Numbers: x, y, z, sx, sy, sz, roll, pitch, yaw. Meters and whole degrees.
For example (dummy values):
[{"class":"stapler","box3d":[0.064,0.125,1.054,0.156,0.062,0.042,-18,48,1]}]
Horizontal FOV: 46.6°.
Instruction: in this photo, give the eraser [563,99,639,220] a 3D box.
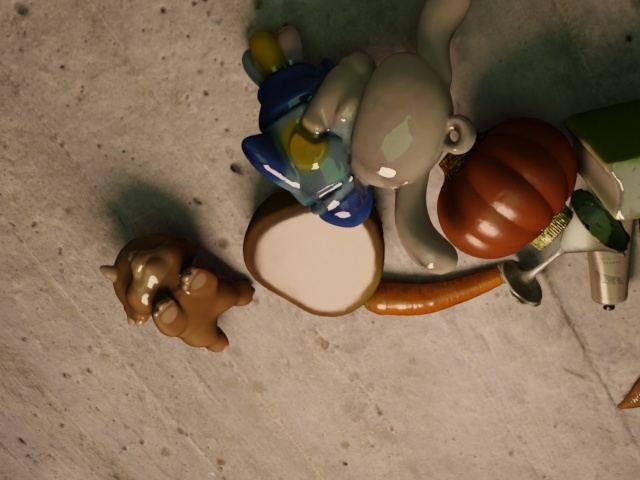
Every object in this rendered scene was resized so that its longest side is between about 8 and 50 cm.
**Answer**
[{"class":"eraser","box3d":[0.458,-0.125,0.994,0.209,0.274,0.092,-13,107,13]}]

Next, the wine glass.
[{"class":"wine glass","box3d":[0.371,0.018,1.162,0.122,0.122,0.183,36,128,-11]}]

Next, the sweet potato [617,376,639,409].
[{"class":"sweet potato","box3d":[0.606,0.234,1.287,0.065,0.051,0.218,31,119,-12]}]

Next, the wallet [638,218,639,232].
[{"class":"wallet","box3d":[0.597,-0.062,1.092,0.250,0.044,0.149,-4,109,27]}]

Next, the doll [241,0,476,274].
[{"class":"doll","box3d":[0.045,-0.159,1.057,0.365,0.376,0.187,5,164,26]}]

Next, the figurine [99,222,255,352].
[{"class":"figurine","box3d":[-0.257,0.077,1.278,0.173,0.247,0.177,31,97,31]}]

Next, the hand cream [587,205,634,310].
[{"class":"hand cream","box3d":[0.466,0.026,1.199,0.087,0.054,0.186,-4,109,15]}]

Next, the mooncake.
[{"class":"mooncake","box3d":[0.000,0.000,1.216,0.234,0.117,0.235,2,117,5]}]

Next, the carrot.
[{"class":"carrot","box3d":[0.199,0.092,1.274,0.271,0.066,0.062,-5,161,9]}]

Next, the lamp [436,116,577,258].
[{"class":"lamp","box3d":[0.268,-0.075,1.076,0.196,0.223,0.223,40,118,3]}]
